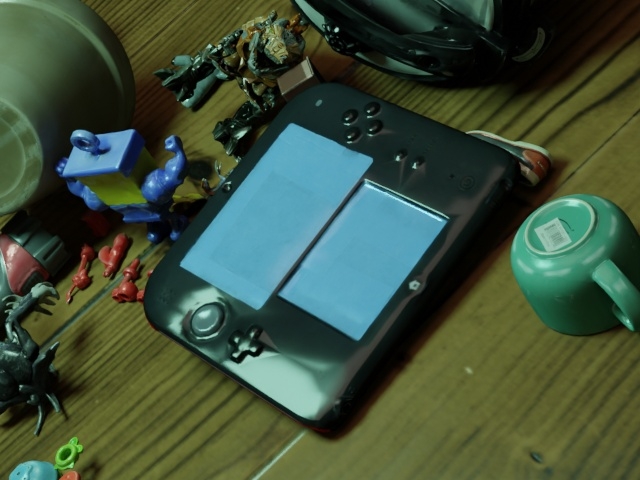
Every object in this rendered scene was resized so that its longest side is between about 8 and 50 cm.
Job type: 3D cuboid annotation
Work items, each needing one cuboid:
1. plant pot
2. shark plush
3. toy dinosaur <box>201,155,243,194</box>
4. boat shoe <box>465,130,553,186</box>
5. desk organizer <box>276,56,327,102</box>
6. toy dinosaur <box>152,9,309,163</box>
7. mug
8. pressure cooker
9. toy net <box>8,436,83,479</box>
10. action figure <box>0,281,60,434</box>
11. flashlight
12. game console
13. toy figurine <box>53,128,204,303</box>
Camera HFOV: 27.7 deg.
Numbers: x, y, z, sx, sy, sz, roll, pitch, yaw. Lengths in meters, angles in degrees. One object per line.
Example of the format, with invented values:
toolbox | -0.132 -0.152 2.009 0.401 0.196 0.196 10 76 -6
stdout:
plant pot | -0.446 -0.173 1.845 0.323 0.323 0.280 -25 22 15
shark plush | -0.155 -0.261 2.007 0.161 0.073 0.067 -27 53 -21
toy dinosaur | -0.127 -0.080 1.774 0.082 0.047 0.090 -42 43 24
boat shoe | 0.207 -0.094 1.514 0.137 0.049 0.043 18 64 42
desk organizer | 0.000 -0.171 1.692 0.050 0.130 0.047 -32 37 11
toy dinosaur | -0.088 -0.238 1.819 0.218 0.322 0.164 -43 79 4
mug | 0.268 0.017 1.298 0.157 0.097 0.129 3 51 41
pressure cooker | 0.137 -0.405 1.634 0.370 0.375 0.420 11 53 38
toy net | -0.323 0.338 1.476 0.122 0.045 0.232 -19 41 19
action figure | -0.409 0.116 1.685 0.164 0.276 0.141 -45 -9 30
flashlight | -0.488 0.096 1.825 0.304 0.103 0.103 -47 12 -13
game console | 0.000 0.000 1.510 0.342 0.060 0.386 26 73 42
toy figurine | -0.244 -0.056 1.692 0.362 0.217 0.191 -2 49 38
